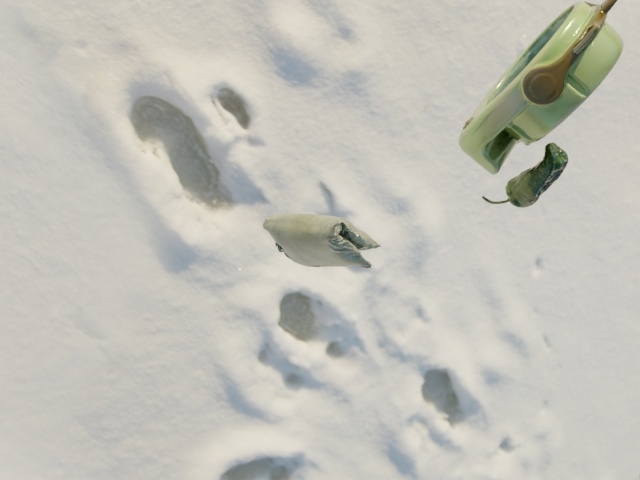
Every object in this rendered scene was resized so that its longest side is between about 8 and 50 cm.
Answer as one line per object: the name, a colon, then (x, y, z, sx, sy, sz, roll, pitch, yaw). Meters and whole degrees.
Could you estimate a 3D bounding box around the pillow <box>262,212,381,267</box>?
pillow: (0.000, 0.000, 1.199, 0.134, 0.182, 0.077, 40, 62, -48)

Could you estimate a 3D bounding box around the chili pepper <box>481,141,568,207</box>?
chili pepper: (0.421, -0.111, 1.350, 0.072, 0.073, 0.204, 0, 150, -26)

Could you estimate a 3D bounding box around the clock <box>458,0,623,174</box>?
clock: (0.416, -0.295, 1.224, 0.117, 0.348, 0.286, 40, 58, -2)
